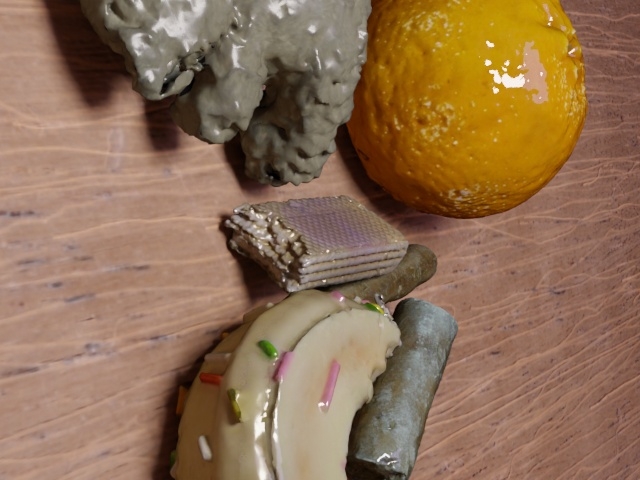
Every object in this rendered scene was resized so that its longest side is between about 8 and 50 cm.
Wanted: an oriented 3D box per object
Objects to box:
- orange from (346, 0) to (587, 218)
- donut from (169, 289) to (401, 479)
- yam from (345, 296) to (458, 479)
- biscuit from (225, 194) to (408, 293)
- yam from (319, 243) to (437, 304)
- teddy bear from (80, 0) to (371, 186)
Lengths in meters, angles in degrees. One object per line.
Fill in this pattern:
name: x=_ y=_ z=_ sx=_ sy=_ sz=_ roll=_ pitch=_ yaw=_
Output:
orange: x=0.195 y=-0.198 z=1.501 sx=0.340 sy=0.293 sz=0.341 roll=23 pitch=62 yaw=-54
donut: x=-0.021 y=0.236 z=1.180 sx=0.307 sy=0.150 sz=0.371 roll=7 pitch=74 yaw=-54
yam: x=0.097 y=0.185 z=1.424 sx=0.093 sy=0.093 sz=0.259 roll=55 pitch=41 yaw=-31
biscuit: x=0.000 y=0.000 z=1.327 sx=0.108 sy=0.062 sz=0.239 roll=39 pitch=23 yaw=24
yam: x=0.067 y=0.056 z=1.444 sx=0.253 sy=0.061 sz=0.061 roll=-23 pitch=100 yaw=-56
teddy bear: x=-0.112 y=-0.257 z=1.196 sx=0.367 sy=0.224 sz=0.357 roll=9 pitch=74 yaw=-39
